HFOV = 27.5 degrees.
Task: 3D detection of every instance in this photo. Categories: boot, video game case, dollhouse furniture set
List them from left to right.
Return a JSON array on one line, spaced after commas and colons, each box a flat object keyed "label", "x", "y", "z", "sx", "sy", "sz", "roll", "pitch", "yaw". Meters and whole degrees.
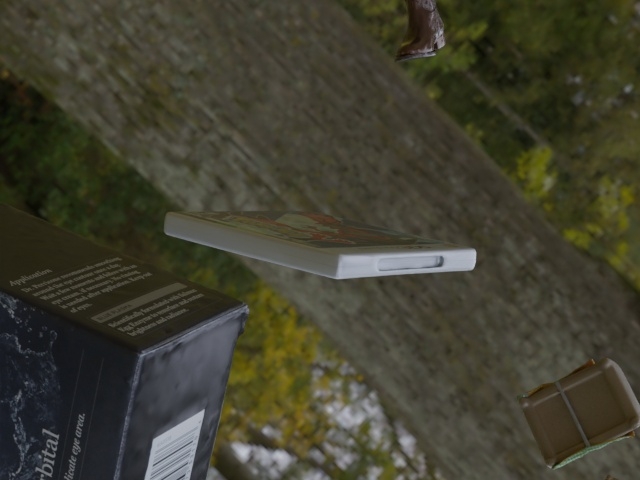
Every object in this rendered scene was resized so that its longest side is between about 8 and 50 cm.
[{"label": "video game case", "x": 0.000, "y": 0.000, "z": 1.117, "sx": 0.201, "sy": 0.023, "sz": 0.183, "roll": 13, "pitch": -170, "yaw": 40}, {"label": "boot", "x": 0.078, "y": -0.219, "z": 1.155, "sx": 0.037, "sy": 0.114, "sz": 0.106, "roll": -7, "pitch": -164, "yaw": 19}, {"label": "dollhouse furniture set", "x": 0.204, "y": 0.162, "z": 0.907, "sx": 0.076, "sy": 0.151, "sz": 0.058, "roll": -28, "pitch": 146, "yaw": 10}]

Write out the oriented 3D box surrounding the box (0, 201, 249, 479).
[{"label": "box", "x": -0.136, "y": 0.082, "z": 0.617, "sx": 0.093, "sy": 0.158, "sz": 0.156, "roll": -23, "pitch": 130, "yaw": -61}]
